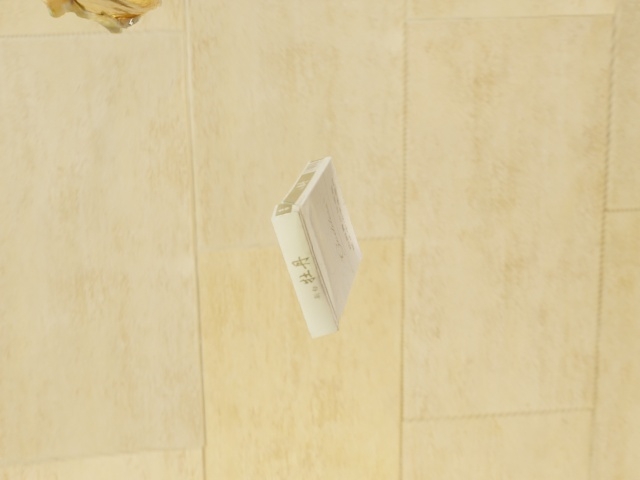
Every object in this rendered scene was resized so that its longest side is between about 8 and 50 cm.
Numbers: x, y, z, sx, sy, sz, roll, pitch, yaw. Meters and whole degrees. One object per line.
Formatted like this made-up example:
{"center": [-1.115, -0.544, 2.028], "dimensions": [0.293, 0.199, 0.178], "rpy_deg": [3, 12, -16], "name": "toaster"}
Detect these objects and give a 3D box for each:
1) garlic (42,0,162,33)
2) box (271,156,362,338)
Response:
{"center": [-0.352, -0.369, 1.411], "dimensions": [0.249, 0.313, 0.286], "rpy_deg": [-44, 67, 14], "name": "garlic"}
{"center": [0.000, 0.000, 0.988], "dimensions": [0.029, 0.198, 0.109], "rpy_deg": [-15, 104, 13], "name": "box"}
